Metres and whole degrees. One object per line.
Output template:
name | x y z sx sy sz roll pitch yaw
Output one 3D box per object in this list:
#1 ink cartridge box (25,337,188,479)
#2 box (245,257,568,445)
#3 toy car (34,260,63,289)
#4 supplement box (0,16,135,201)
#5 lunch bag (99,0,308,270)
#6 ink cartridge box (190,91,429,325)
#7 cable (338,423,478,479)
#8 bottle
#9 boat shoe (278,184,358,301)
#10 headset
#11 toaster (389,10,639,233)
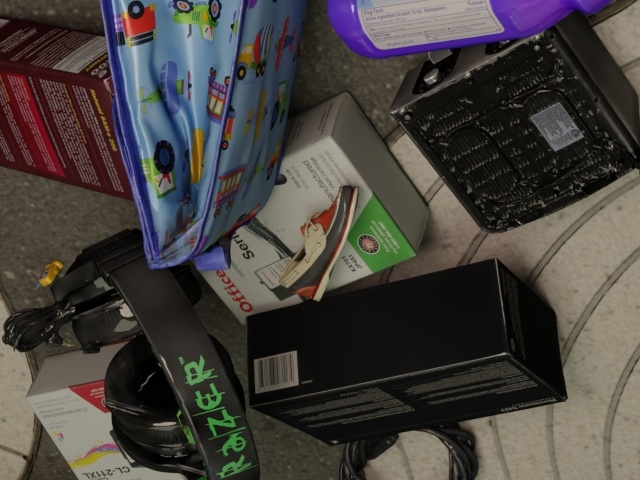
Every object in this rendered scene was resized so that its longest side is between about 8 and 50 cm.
ink cartridge box | -0.224 0.204 1.640 0.127 0.072 0.175 -14 122 21
box | 0.084 0.115 1.437 0.261 0.103 0.184 -14 153 22
toy car | -0.339 0.029 1.556 0.122 0.040 0.060 -10 123 20
supplement box | -0.231 -0.122 1.336 0.239 0.073 0.130 16 135 38
lunch bag | -0.083 -0.118 1.213 0.138 0.221 0.293 2 103 12
ink cartridge box | -0.027 -0.026 1.414 0.208 0.087 0.153 -24 117 28
cable | 0.094 0.253 1.621 0.151 0.047 0.184 14 117 17
bottle | 0.145 -0.217 1.181 0.283 0.118 0.092 -4 151 31
boat shoe | 0.000 0.000 1.342 0.043 0.049 0.137 22 132 -1
headset | -0.183 0.108 1.384 0.185 0.394 0.243 -25 114 -14
toaster | 0.181 -0.107 1.290 0.168 0.110 0.185 -27 116 29
